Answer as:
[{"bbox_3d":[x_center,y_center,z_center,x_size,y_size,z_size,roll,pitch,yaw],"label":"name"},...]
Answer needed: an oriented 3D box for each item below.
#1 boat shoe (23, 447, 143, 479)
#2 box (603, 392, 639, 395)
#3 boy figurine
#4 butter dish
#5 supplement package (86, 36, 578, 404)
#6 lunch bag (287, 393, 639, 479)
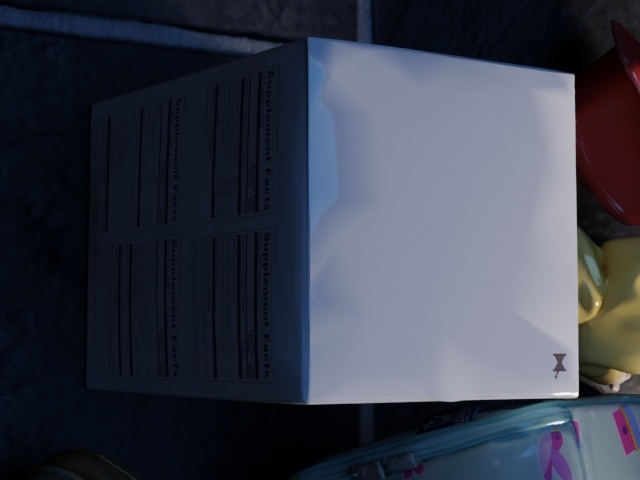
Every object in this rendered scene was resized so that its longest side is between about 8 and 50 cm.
[{"bbox_3d":[-0.078,0.232,0.973,0.307,0.111,0.104,57,47,-26],"label":"boat shoe"},{"bbox_3d":[0.297,0.280,1.105,0.177,0.279,0.290,43,66,-23],"label":"box"},{"bbox_3d":[0.255,0.054,1.182,0.285,0.177,0.092,14,42,-15],"label":"boy figurine"},{"bbox_3d":[0.235,-0.075,1.196,0.160,0.118,0.160,58,16,-15],"label":"butter dish"},{"bbox_3d":[0.000,0.000,0.937,0.199,0.263,0.198,3,85,-34],"label":"supplement package"},{"bbox_3d":[0.118,0.173,1.007,0.279,0.224,0.107,6,70,-50],"label":"lunch bag"}]
